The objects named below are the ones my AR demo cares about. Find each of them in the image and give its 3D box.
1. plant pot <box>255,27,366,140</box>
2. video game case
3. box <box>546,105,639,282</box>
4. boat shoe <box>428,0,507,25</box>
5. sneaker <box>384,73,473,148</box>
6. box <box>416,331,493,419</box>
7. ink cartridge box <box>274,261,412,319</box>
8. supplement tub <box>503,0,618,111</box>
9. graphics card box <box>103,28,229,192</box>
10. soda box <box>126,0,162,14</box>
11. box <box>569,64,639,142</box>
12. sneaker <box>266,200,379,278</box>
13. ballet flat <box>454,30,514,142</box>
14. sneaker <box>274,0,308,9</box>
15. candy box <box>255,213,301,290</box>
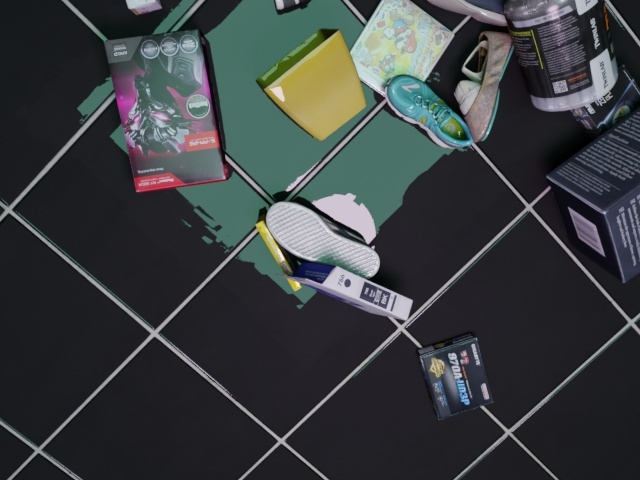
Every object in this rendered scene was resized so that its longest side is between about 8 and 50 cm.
[{"bbox_3d":[-0.010,-0.370,1.262,0.212,0.212,0.187,-37,116,4],"label":"plant pot"},{"bbox_3d":[0.199,-0.490,1.333,0.206,0.026,0.227,32,98,-10],"label":"video game case"},{"bbox_3d":[0.831,-0.143,1.313,0.395,0.212,0.293,-37,127,4],"label":"box"},{"bbox_3d":[0.369,-0.610,1.285,0.254,0.095,0.079,15,102,-9],"label":"boat shoe"},{"bbox_3d":[0.286,-0.330,1.316,0.275,0.110,0.107,30,97,-18],"label":"sneaker"},{"bbox_3d":[0.396,0.400,1.528,0.175,0.051,0.220,-17,102,0],"label":"box"},{"bbox_3d":[0.063,0.120,1.329,0.332,0.165,0.065,24,79,-32],"label":"ink cartridge box"},{"bbox_3d":[0.564,-0.498,1.226,0.207,0.207,0.338,-32,121,3],"label":"supplement tub"},{"bbox_3d":[-0.375,-0.317,1.292,0.232,0.094,0.371,-8,102,-2],"label":"graphics card box"},{"bbox_3d":[-0.449,-0.657,1.221,0.069,0.074,0.216,-17,103,-1],"label":"soda box"},{"bbox_3d":[0.776,-0.348,1.382,0.147,0.077,0.180,-40,102,5],"label":"box"},{"bbox_3d":[0.000,0.000,1.372,0.321,0.127,0.126,31,96,-9],"label":"sneaker"},{"bbox_3d":[0.398,-0.393,1.300,0.106,0.107,0.316,21,71,-2],"label":"ballet flat"},{"bbox_3d":[-0.074,-0.684,1.249,0.121,0.079,0.217,-14,111,-4],"label":"sneaker"},{"bbox_3d":[-0.110,0.030,1.381,0.027,0.105,0.206,-29,103,1],"label":"candy box"}]
